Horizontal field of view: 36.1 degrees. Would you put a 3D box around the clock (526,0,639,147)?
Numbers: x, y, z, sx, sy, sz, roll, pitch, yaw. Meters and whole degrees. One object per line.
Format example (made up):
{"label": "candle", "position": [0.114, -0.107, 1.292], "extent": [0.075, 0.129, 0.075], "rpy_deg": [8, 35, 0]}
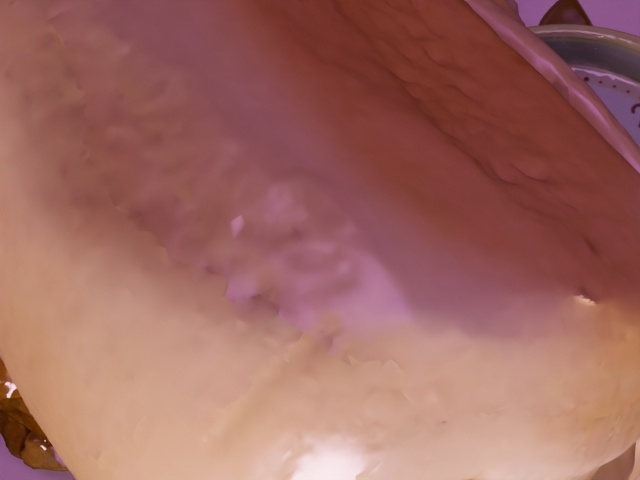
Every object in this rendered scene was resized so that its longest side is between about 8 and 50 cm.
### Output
{"label": "clock", "position": [0.177, -0.022, 0.708], "extent": [0.286, 0.117, 0.348], "rpy_deg": [-15, 61, -3]}

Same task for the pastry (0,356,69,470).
{"label": "pastry", "position": [-0.224, 0.015, 0.699], "extent": [0.240, 0.132, 0.235], "rpy_deg": [19, 66, 19]}

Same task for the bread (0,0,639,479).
{"label": "bread", "position": [0.000, 0.000, 0.493], "extent": [0.348, 0.253, 0.376], "rpy_deg": [-8, 50, -50]}
